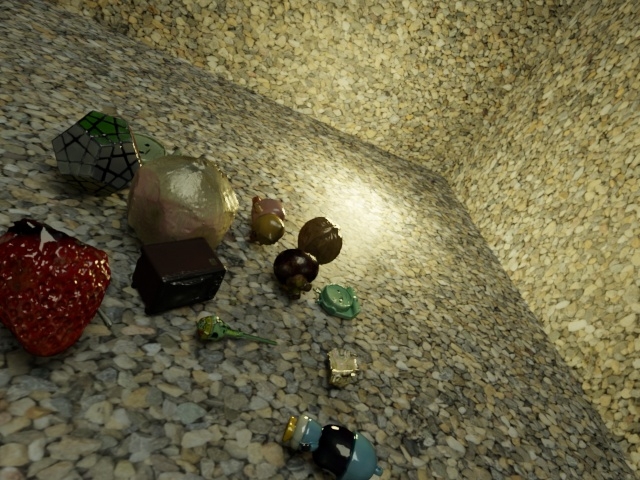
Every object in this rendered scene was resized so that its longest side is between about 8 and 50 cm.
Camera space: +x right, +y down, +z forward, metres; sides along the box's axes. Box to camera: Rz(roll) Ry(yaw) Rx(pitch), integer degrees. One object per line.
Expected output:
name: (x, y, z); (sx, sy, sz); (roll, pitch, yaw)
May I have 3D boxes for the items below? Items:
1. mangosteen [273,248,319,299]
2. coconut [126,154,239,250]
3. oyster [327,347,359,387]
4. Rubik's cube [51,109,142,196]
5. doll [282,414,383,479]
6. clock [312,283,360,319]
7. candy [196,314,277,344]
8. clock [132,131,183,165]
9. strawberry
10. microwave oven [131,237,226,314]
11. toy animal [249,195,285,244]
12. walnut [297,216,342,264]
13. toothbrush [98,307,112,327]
mangosteen: (-0.103, 0.142, 1.696); (0.192, 0.192, 0.216); (14, 69, -28)
coconut: (-0.504, -0.152, 1.533); (0.405, 0.404, 0.404); (23, 35, -17)
oyster: (0.081, 0.472, 1.516); (0.133, 0.071, 0.209); (18, 16, -12)
Rubik's cube: (-0.834, -0.325, 1.545); (0.264, 0.319, 0.318); (52, 24, -28)
doll: (0.041, 0.624, 1.217); (0.314, 0.140, 0.177); (23, 2, 5)
clock: (0.065, 0.256, 1.773); (0.211, 0.066, 0.159); (15, 37, -25)
candy: (-0.274, 0.324, 1.394); (0.306, 0.083, 0.091); (23, -3, -30)
clock: (-0.795, -0.372, 1.795); (0.325, 0.108, 0.265); (25, 35, -13)
strawberry: (-0.738, 0.123, 1.096); (0.292, 0.292, 0.309); (24, 78, -15)
microwave oven: (-0.473, 0.122, 1.376); (0.248, 0.178, 0.188); (-11, 54, -47)
toy animal: (-0.237, -0.079, 1.858); (0.195, 0.169, 0.281); (55, 21, -37)
walnut: (0.000, 0.000, 1.902); (0.228, 0.228, 0.227); (23, 35, -17)
toothbrush: (-0.691, 0.187, 1.251); (0.204, 0.017, 0.022); (45, 24, 18)
